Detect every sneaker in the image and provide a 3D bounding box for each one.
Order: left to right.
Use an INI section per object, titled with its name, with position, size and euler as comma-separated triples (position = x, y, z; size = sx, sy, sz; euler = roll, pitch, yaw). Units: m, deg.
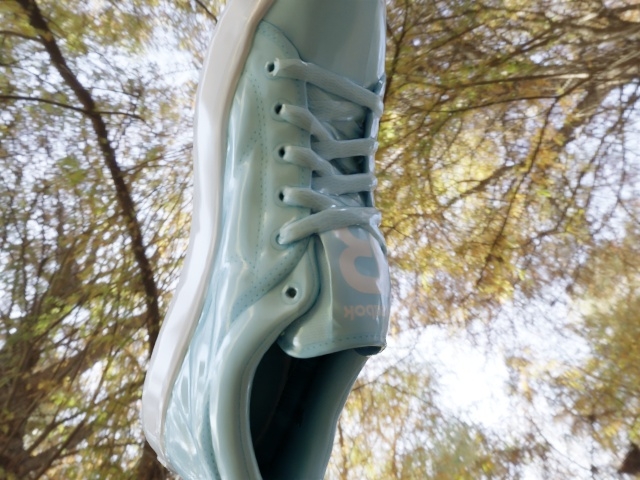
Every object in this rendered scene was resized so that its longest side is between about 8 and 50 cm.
[sneaker]
position = 0.000, 0.000, 0.402
size = 0.135, 0.150, 0.366
euler = 3, -77, -43
